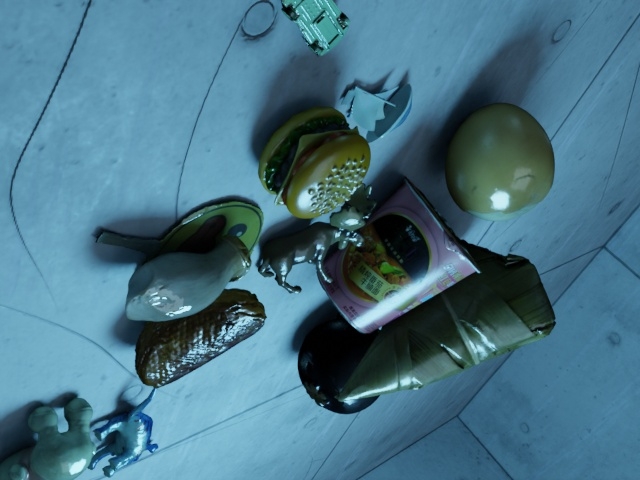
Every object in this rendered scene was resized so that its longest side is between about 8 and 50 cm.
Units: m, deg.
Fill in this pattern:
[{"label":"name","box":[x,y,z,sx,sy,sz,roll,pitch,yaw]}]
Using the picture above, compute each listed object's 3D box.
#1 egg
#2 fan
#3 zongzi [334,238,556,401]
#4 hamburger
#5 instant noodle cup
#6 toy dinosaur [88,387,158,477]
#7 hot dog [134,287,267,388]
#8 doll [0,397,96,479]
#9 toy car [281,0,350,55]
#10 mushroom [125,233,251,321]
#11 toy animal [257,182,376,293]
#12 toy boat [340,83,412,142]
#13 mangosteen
[{"label":"egg","box":[0.333,-0.147,1.263,0.201,0.201,0.244,-34,139,-15]},{"label":"fan","box":[-0.202,0.021,0.998,0.229,0.011,0.335,-48,153,14]},{"label":"zongzi","box":[0.198,0.157,1.504,0.466,0.218,0.500,-20,-171,-6]},{"label":"hamburger","box":[-0.008,-0.107,0.951,0.162,0.115,0.162,-32,154,-18]},{"label":"instant noodle cup","box":[0.139,0.043,1.285,0.255,0.244,0.244,-39,155,10]},{"label":"toy dinosaur","box":[-0.362,0.377,1.258,0.144,0.076,0.329,-33,156,-32]},{"label":"hot dog","box":[-0.198,0.148,1.085,0.227,0.099,0.160,-33,159,-7]},{"label":"doll","box":[-0.457,0.380,1.084,0.275,0.113,0.155,-51,155,17]},{"label":"toy car","box":[-0.009,-0.268,0.796,0.059,0.035,0.122,-44,145,5]},{"label":"mushroom","box":[-0.188,0.053,0.957,0.212,0.088,0.097,-24,119,-43]},{"label":"toy animal","box":[0.000,0.000,1.153,0.214,0.094,0.186,-19,139,-24]},{"label":"toy boat","box":[0.085,-0.192,1.037,0.149,0.034,0.105,-18,143,-40]},{"label":"mangosteen","box":[0.059,0.272,1.519,0.243,0.243,0.243,-32,152,-19]}]
